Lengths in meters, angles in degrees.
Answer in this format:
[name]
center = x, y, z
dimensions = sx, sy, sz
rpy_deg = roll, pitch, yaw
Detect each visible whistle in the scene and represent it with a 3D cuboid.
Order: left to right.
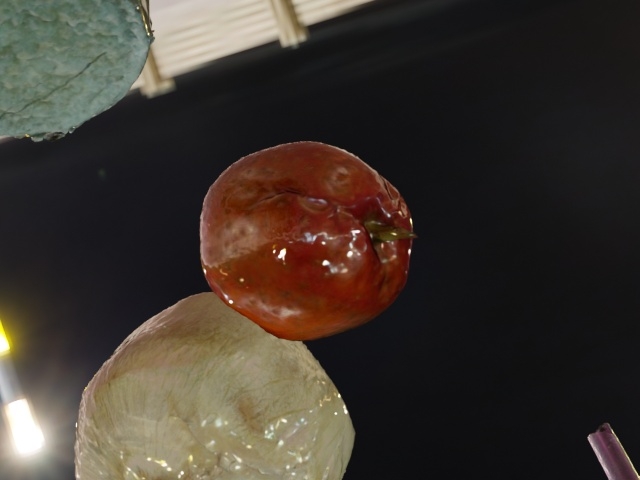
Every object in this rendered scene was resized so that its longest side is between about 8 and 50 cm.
[whistle]
center = 0.348, 0.268, 1.745
dimensions = 0.033, 0.033, 0.176
rpy_deg = -17, -155, 1

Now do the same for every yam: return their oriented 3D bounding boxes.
[yam]
center = -0.235, -0.256, 1.063
dimensions = 0.241, 0.348, 0.241
rpy_deg = -8, 148, -5

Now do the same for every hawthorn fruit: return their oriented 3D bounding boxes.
[hawthorn fruit]
center = 0.000, 0.000, 1.298
dimensions = 0.179, 0.179, 0.200
rpy_deg = -21, -167, -41

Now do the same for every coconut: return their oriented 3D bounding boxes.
[coconut]
center = -0.120, 0.217, 1.590
dimensions = 0.297, 0.297, 0.254
rpy_deg = -15, -153, 27
